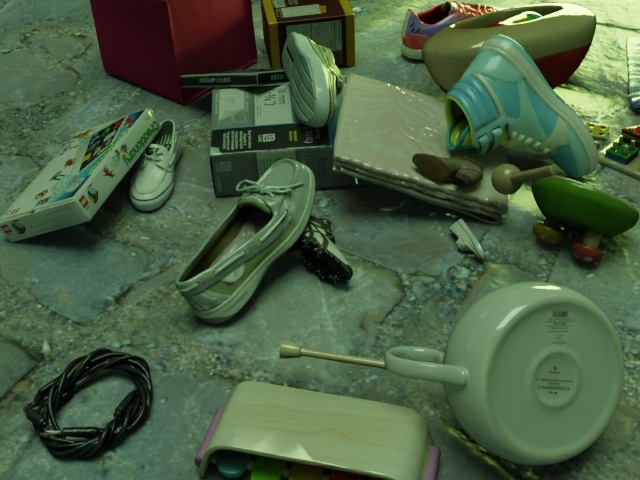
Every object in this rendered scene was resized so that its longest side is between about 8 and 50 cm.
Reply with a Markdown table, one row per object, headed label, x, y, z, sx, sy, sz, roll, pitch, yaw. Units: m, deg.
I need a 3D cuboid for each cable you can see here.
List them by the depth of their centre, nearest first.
| label | x | y | z | sx | sy | sz | roll | pitch | yaw |
| --- | --- | --- | --- | --- | --- | --- | --- | --- | --- |
| cable | -0.315 | 0.225 | 1.255 | 0.185 | 0.047 | 0.151 | -32 | 48 | -32 |

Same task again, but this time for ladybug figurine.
| label | x | y | z | sx | sy | sz | roll | pitch | yaw |
| --- | --- | --- | --- | --- | --- | --- | --- | --- | --- |
| ladybug figurine | 0.398 | -0.384 | 1.831 | 0.449 | 0.161 | 0.305 | -25 | 24 | -38 |

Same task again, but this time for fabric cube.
| label | x | y | z | sx | sy | sz | roll | pitch | yaw |
| --- | --- | --- | --- | --- | --- | --- | --- | --- | --- |
| fabric cube | -0.324 | -0.496 | 1.979 | 0.258 | 0.254 | 0.259 | 25 | 46 | 30 |

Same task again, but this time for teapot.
| label | x | y | z | sx | sy | sz | roll | pitch | yaw |
| --- | --- | --- | --- | --- | --- | --- | --- | --- | --- |
| teapot | 0.254 | 0.167 | 1.179 | 0.252 | 0.256 | 0.187 | -44 | 18 | -13 |

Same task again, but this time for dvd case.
| label | x | y | z | sx | sy | sz | roll | pitch | yaw |
| --- | --- | --- | --- | --- | --- | --- | --- | --- | --- |
| dvd case | -0.150 | -0.342 | 1.861 | 0.239 | 0.029 | 0.179 | 9 | 18 | 41 |

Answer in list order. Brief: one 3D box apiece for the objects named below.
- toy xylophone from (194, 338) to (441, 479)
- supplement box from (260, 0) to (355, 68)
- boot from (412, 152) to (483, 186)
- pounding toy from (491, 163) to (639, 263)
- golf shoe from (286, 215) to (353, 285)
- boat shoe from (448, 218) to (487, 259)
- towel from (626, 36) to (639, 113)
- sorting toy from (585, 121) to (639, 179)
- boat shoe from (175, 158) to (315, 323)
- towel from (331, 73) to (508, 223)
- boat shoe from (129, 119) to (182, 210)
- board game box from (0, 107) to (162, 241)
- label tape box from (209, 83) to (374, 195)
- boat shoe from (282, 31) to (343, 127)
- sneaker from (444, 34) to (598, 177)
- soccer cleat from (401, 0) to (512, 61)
| label | x | y | z | sx | sy | sz | roll | pitch | yaw |
| --- | --- | --- | --- | --- | --- | --- | --- | --- | --- |
| toy xylophone | 0.006 | 0.250 | 1.177 | 0.323 | 0.081 | 0.236 | 13 | 40 | 19 |
| supplement box | -0.031 | -0.493 | 2.055 | 0.194 | 0.129 | 0.191 | -7 | 39 | -6 |
| boot | 0.226 | -0.131 | 1.547 | 0.119 | 0.042 | 0.087 | 31 | 34 | 12 |
| pounding toy | 0.402 | -0.036 | 1.474 | 0.237 | 0.110 | 0.183 | 23 | -2 | -23 |
| golf shoe | 0.000 | 0.000 | 1.490 | 0.094 | 0.077 | 0.198 | -29 | 47 | -29 |
| boat shoe | 0.248 | 0.003 | 1.509 | 0.035 | 0.035 | 0.100 | -34 | 46 | 6 |
| towel | 0.789 | -0.354 | 1.918 | 0.243 | 0.040 | 0.336 | 5 | 38 | 13 |
| sorting toy | 0.611 | -0.176 | 1.693 | 0.132 | 0.046 | 0.275 | -33 | 48 | -32 |
| boat shoe | -0.117 | -0.018 | 1.431 | 0.118 | 0.103 | 0.320 | 15 | 60 | 39 |
| towel | 0.190 | -0.181 | 1.656 | 0.332 | 0.053 | 0.317 | 17 | 40 | -5 |
| boat shoe | -0.318 | -0.149 | 1.692 | 0.083 | 0.075 | 0.226 | -1 | 39 | 3 |
| board game box | -0.437 | -0.125 | 1.632 | 0.193 | 0.053 | 0.305 | -12 | 33 | 29 |
| label tape box | -0.042 | -0.204 | 1.720 | 0.334 | 0.105 | 0.240 | -5 | 40 | -2 |
| boat shoe | -0.003 | -0.311 | 1.683 | 0.094 | 0.109 | 0.302 | 7 | 37 | -18 |
| sneaker | 0.347 | -0.190 | 1.615 | 0.208 | 0.319 | 0.127 | -46 | 13 | -10 |
| soccer cleat | 0.335 | -0.506 | 2.058 | 0.318 | 0.116 | 0.108 | -17 | 41 | -16 |
